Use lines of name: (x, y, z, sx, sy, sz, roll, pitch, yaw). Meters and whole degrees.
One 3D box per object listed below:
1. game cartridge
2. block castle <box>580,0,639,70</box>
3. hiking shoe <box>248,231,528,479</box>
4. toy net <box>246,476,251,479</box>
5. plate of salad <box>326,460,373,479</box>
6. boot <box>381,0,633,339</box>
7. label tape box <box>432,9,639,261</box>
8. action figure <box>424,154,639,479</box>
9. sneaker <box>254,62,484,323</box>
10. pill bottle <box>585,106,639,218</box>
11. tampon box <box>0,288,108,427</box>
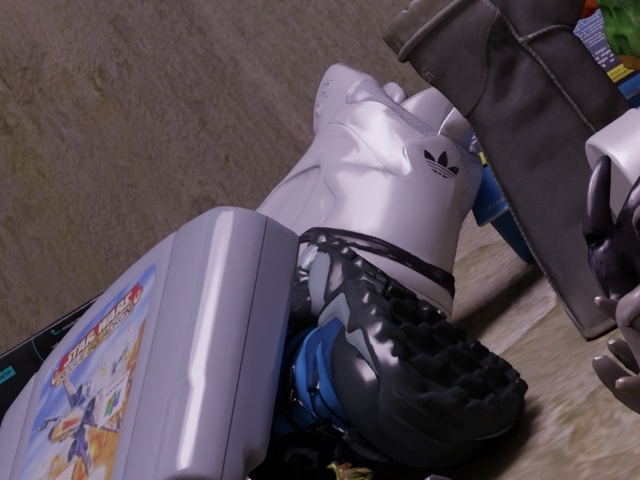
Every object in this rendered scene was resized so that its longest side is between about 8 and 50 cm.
game cartridge: (-0.115, 0.112, 1.074, 0.297, 0.062, 0.198, -42, 33, 43)
block castle: (0.316, -0.213, 1.205, 0.303, 0.213, 0.453, -23, 16, -14)
hiking shoe: (0.020, 0.088, 1.016, 0.132, 0.113, 0.304, -56, 8, 2)
toy net: (-0.026, 0.129, 1.176, 0.122, 0.045, 0.232, -31, 3, 43)
plate of salad: (-0.043, 0.157, 0.870, 0.200, 0.048, 0.200, -33, 2, 2)
boot: (0.158, -0.078, 1.076, 0.190, 0.208, 0.076, -39, -6, -8)
label tape box: (0.230, -0.104, 1.526, 0.249, 0.115, 0.347, -32, 22, 10)
action figure: (0.131, 0.020, 0.486, 0.164, 0.141, 0.275, -32, 18, 49)
sneaker: (0.000, 0.000, 1.449, 0.366, 0.137, 0.210, -19, 44, 58)
pill bottle: (0.237, -0.066, 0.883, 0.221, 0.124, 0.124, -33, 3, -2)
tampon box: (-0.139, 0.123, 1.336, 0.120, 0.161, 0.101, -31, 3, 10)
